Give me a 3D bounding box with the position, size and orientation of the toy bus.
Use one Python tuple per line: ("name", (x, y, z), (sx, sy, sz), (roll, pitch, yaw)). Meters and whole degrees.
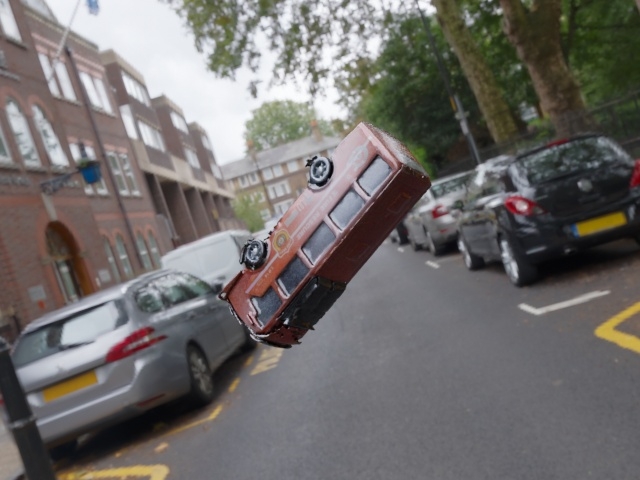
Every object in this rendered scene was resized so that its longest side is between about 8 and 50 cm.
("toy bus", (0.000, 0.000, 0.652), (0.074, 0.096, 0.235), (18, -63, -45))
